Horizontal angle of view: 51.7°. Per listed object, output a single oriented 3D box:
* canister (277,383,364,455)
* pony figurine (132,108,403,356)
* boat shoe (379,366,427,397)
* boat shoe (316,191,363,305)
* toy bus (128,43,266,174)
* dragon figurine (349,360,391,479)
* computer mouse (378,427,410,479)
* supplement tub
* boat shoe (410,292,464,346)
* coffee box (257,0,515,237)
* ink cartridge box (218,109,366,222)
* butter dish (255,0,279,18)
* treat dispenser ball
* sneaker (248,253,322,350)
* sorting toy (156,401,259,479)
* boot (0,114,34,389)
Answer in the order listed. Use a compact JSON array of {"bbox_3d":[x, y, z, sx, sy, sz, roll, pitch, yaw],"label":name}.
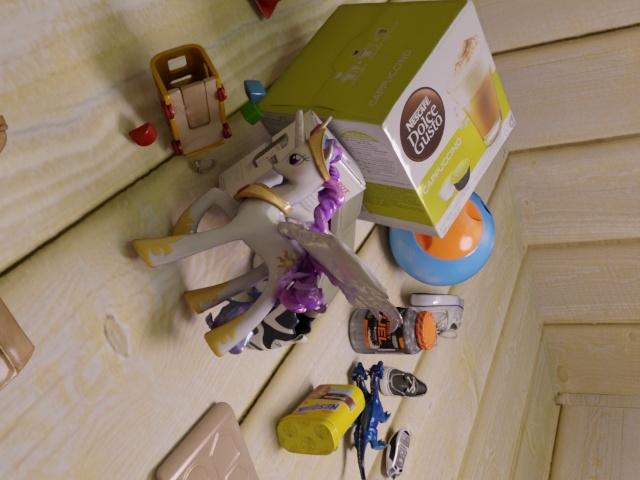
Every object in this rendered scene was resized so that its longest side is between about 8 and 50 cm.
[{"bbox_3d":[0.006,0.361,1.353,0.170,0.126,0.073,-32,113,-60],"label":"canister"},{"bbox_3d":[-0.054,0.018,1.064,0.351,0.363,0.303,55,-3,-9],"label":"pony figurine"},{"bbox_3d":[0.228,0.387,1.796,0.219,0.070,0.078,28,61,-56],"label":"boat shoe"},{"bbox_3d":[-0.002,0.001,1.375,0.127,0.113,0.340,-38,147,-42],"label":"boat shoe"},{"bbox_3d":[-0.210,-0.220,1.069,0.191,0.202,0.104,7,49,-53],"label":"toy bus"},{"bbox_3d":[0.100,0.422,1.548,0.144,0.085,0.289,60,37,-37],"label":"dragon figurine"},{"bbox_3d":[0.189,0.585,1.731,0.106,0.042,0.193,48,52,-41],"label":"computer mouse"},{"bbox_3d":[0.177,0.219,1.607,0.117,0.190,0.117,17,71,-59],"label":"supplement tub"},{"bbox_3d":[0.355,0.244,2.002,0.367,0.135,0.157,25,67,-68],"label":"boat shoe"},{"bbox_3d":[0.142,-0.259,1.375,0.338,0.338,0.334,-55,135,-20],"label":"coffee box"},{"bbox_3d":[-0.052,-0.107,1.198,0.158,0.218,0.092,44,22,-41],"label":"ink cartridge box"},{"bbox_3d":[-0.087,-0.562,1.330,0.160,0.118,0.160,53,42,-44],"label":"butter dish"},{"bbox_3d":[0.333,-0.018,1.820,0.288,0.288,0.288,14,73,-59],"label":"treat dispenser ball"},{"bbox_3d":[-0.053,0.094,1.257,0.094,0.153,0.235,48,46,-49],"label":"sneaker"},{"bbox_3d":[-0.181,0.410,1.111,0.193,0.038,0.208,-45,120,-54],"label":"sorting toy"},{"bbox_3d":[-0.397,0.024,0.736,0.236,0.089,0.270,-44,124,-41],"label":"boot"}]
